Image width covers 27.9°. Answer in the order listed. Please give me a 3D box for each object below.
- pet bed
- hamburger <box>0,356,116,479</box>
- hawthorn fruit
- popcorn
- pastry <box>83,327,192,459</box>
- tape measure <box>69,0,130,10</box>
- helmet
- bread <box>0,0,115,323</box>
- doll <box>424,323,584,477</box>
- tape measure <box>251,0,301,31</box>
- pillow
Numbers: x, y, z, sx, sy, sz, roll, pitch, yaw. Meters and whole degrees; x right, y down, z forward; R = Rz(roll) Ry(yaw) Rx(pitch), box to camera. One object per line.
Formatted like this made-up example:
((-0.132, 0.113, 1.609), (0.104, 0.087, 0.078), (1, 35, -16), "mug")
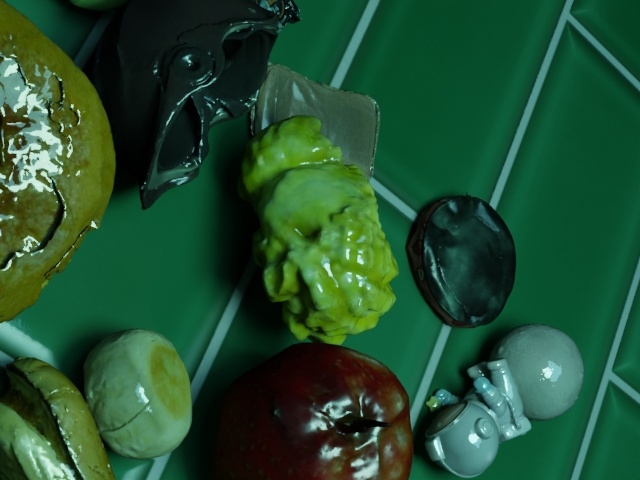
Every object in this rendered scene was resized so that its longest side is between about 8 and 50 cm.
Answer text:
((0.213, 0.027, 1.898), (0.201, 0.053, 0.201), (7, 79, -36), "pet bed")
((-0.284, 0.255, 1.432), (0.124, 0.131, 0.262), (-34, 107, -36), "hamburger")
((0.010, 0.246, 1.547), (0.254, 0.300, 0.254), (7, 76, -30), "hawthorn fruit")
((0.000, 0.000, 1.654), (0.225, 0.173, 0.286), (64, 5, -61), "popcorn")
((-0.207, 0.177, 1.506), (0.156, 0.092, 0.156), (49, 32, -45), "pastry")
((-0.281, -0.364, 1.565), (0.200, 0.106, 0.175), (-7, 72, -40), "tape measure")
((-0.188, -0.198, 1.543), (0.177, 0.225, 0.305), (36, 56, 6), "helmet")
((-0.409, -0.087, 1.333), (0.358, 0.204, 0.337), (45, 68, -30), "bread")
((0.257, 0.235, 1.842), (0.287, 0.151, 0.151), (-36, 104, -32), "doll")
((-0.079, -0.319, 1.740), (0.094, 0.054, 0.091), (-35, 101, -43), "tape measure")
((-0.004, -0.163, 1.781), (0.211, 0.034, 0.135), (16, 76, -33), "pillow")
